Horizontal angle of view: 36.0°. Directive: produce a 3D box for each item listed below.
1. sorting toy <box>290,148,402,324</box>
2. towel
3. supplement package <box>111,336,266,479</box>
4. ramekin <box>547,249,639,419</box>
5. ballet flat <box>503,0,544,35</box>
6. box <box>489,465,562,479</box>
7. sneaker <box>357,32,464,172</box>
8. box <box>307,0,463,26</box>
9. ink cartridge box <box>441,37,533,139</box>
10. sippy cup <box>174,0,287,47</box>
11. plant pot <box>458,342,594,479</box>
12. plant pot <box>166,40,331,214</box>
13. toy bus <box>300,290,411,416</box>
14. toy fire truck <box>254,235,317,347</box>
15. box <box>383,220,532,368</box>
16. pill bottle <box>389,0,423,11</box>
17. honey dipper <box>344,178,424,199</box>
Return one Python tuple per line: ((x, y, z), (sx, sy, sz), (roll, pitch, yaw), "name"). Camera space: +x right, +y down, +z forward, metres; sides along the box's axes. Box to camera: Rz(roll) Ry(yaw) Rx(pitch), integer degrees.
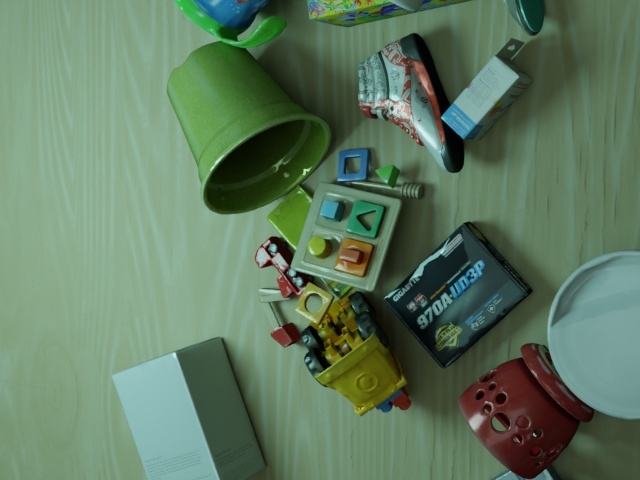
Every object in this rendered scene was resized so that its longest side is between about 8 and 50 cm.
((0.041, -0.011, 1.846), (0.196, 0.047, 0.347), (14, 83, 31), "sorting toy")
((0.000, 0.000, 1.911), (0.102, 0.021, 0.237), (-44, 67, 1), "towel")
((-0.267, 0.371, 2.024), (0.177, 0.175, 0.293), (-21, 86, 27), "supplement package")
((0.518, 0.154, 1.634), (0.273, 0.127, 0.273), (-1, 86, 19), "ramekin")
((0.339, -0.456, 1.720), (0.068, 0.072, 0.213), (-10, 90, 53), "ballet flat")
((0.369, 0.495, 1.812), (0.186, 0.038, 0.145), (-37, 80, 25), "box")
((0.159, -0.230, 1.809), (0.145, 0.090, 0.270), (-22, 82, 27), "sneaker")
((0.126, -0.547, 1.742), (0.290, 0.177, 0.279), (-7, 93, 26), "box")
((0.305, -0.262, 1.725), (0.061, 0.104, 0.181), (46, 112, 14), "ink cartridge box")
((-0.144, -0.529, 1.827), (0.224, 0.240, 0.305), (-27, 107, 33), "sippy cup")
((0.366, 0.290, 1.711), (0.174, 0.191, 0.191), (-44, 77, 16), "plant pot")
((-0.159, -0.233, 1.884), (0.276, 0.276, 0.254), (-43, 65, 23), "plant pot")
((0.084, 0.227, 1.856), (0.149, 0.220, 0.211), (-39, 111, 9), "toy bus")
((-0.080, 0.102, 1.979), (0.135, 0.047, 0.192), (-44, 76, 24), "toy fire truck")
((0.252, 0.101, 1.818), (0.220, 0.051, 0.175), (-45, 76, 23), "box")
((0.156, -0.494, 1.562), (0.131, 0.131, 0.229), (38, 111, 17), "pill bottle")
((0.117, -0.104, 1.874), (0.161, 0.030, 0.030), (11, 100, 26), "honey dipper")
